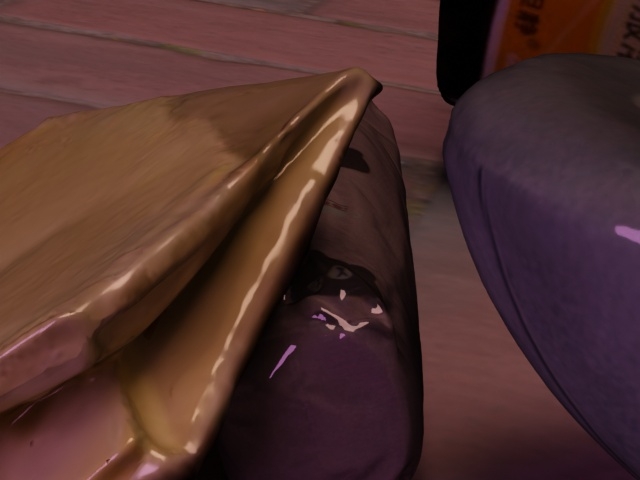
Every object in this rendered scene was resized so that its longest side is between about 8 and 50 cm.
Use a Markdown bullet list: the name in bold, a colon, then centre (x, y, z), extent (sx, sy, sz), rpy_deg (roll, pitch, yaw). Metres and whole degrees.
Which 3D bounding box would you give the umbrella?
- **umbrella**: centre (0.000, 0.000, 0.623), extent (0.067, 0.073, 0.337), rpy_deg (-2, 18, 2)

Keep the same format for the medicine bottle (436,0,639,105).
- **medicine bottle**: centre (0.264, -0.129, 0.846), extent (0.395, 0.243, 0.242), rpy_deg (16, 20, 13)

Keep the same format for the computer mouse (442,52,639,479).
- **computer mouse**: centre (0.206, 0.049, 0.480), extent (0.371, 0.122, 0.188), rpy_deg (15, 22, 3)

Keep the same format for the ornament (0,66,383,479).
- **ornament**: centre (-0.059, 0.001, 0.498), extent (0.180, 0.059, 0.201), rpy_deg (-35, 23, 0)
